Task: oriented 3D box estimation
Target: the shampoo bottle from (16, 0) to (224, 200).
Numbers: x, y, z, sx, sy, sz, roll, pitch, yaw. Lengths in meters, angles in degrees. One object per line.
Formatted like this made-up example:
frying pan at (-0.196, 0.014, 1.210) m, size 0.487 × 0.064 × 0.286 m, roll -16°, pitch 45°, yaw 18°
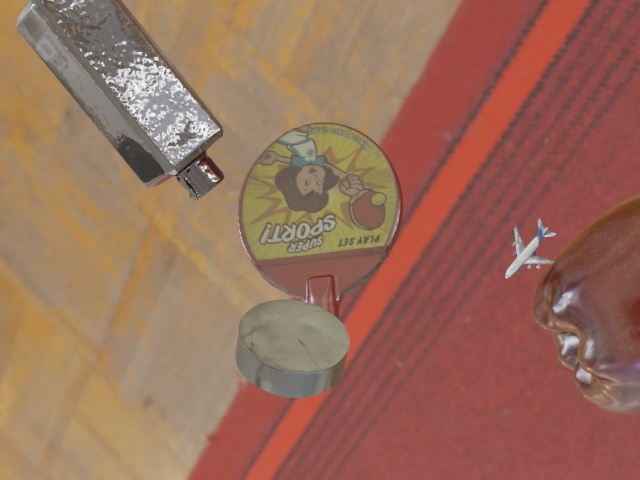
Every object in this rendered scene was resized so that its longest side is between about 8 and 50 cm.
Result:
shampoo bottle at (-0.184, -0.145, 1.273) m, size 0.246 × 0.079 × 0.080 m, roll 52°, pitch 155°, yaw -9°

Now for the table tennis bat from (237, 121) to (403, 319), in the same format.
table tennis bat at (0.000, 0.000, 2.072) m, size 0.268 × 0.415 × 0.051 m, roll -6°, pitch 156°, yaw 10°

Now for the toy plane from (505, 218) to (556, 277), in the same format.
toy plane at (0.258, 0.014, 1.631) m, size 0.078 × 0.024 × 0.084 m, roll 47°, pitch 113°, yaw 40°

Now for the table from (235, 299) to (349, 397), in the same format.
table at (-0.034, 0.127, 1.563) m, size 0.133 × 0.133 × 0.043 m, roll 31°, pitch 129°, yaw 27°

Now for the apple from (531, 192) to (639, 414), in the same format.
apple at (0.449, 0.078, 1.719) m, size 0.288 × 0.316 × 0.288 m, roll 62°, pitch 171°, yaw 18°
